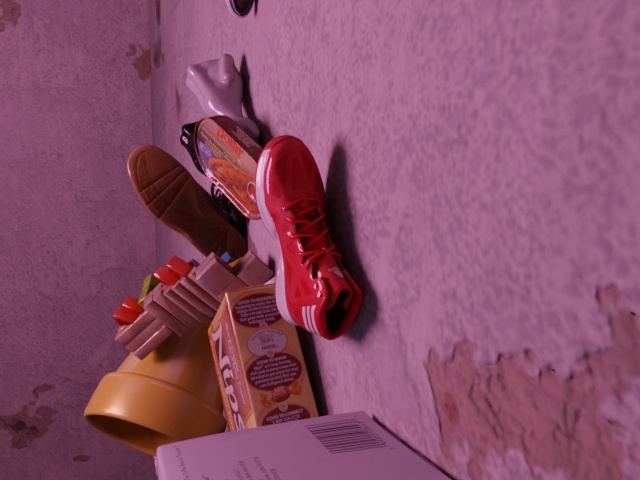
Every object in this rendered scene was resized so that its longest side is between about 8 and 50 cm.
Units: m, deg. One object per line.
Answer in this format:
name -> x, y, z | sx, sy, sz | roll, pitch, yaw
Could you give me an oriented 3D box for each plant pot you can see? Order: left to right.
plant pot -> -0.283, 0.277, 1.142 | 0.254, 0.254, 0.238 | 121, 171, -56

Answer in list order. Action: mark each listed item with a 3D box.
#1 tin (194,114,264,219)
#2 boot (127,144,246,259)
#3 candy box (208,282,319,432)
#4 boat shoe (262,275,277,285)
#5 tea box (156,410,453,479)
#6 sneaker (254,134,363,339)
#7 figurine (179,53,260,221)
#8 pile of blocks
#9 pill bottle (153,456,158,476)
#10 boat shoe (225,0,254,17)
tin -> -0.122, -0.111, 0.870 | 0.189, 0.040, 0.106 | 45, 144, 26
boot -> -0.254, -0.075, 1.091 | 0.262, 0.095, 0.203 | 46, 177, -23
candy box -> -0.069, 0.236, 0.782 | 0.183, 0.088, 0.316 | 126, 132, -60
boat shoe -> -0.070, 0.079, 0.865 | 0.035, 0.035, 0.100 | 53, 148, 8
tea box -> 0.012, 0.343, 0.426 | 0.329, 0.220, 0.323 | -171, 79, -69
sneaker -> 0.000, 0.000, 0.621 | 0.128, 0.087, 0.221 | 20, 124, 59
figurine -> -0.161, -0.171, 1.001 | 0.209, 0.093, 0.214 | 62, 150, 30
pile of blocks -> -0.235, 0.073, 0.991 | 0.362, 0.112, 0.148 | -28, 30, 34
pill bottle -> -0.348, 0.460, 1.477 | 0.160, 0.161, 0.282 | -133, 43, -59
boat shoe -> -0.113, -0.400, 0.866 | 0.040, 0.049, 0.142 | -126, 40, -54
